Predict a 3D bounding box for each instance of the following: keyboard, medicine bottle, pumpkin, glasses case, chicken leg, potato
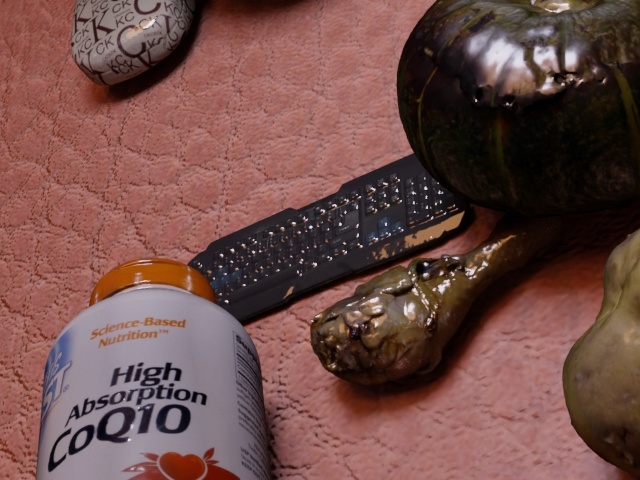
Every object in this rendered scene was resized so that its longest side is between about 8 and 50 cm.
[{"bbox_3d":[0.000,0.000,1.085,0.262,0.016,0.106,-23,39,20],"label":"keyboard"},{"bbox_3d":[-0.114,0.140,0.915,0.157,0.157,0.289,-27,38,15],"label":"medicine bottle"},{"bbox_3d":[0.165,-0.119,0.936,0.237,0.159,0.238,-14,26,7],"label":"pumpkin"},{"bbox_3d":[-0.205,-0.304,1.522,0.137,0.085,0.355,-23,39,19],"label":"glasses case"},{"bbox_3d":[0.086,0.038,0.942,0.198,0.069,0.085,-32,13,-2],"label":"chicken leg"},{"bbox_3d":[0.229,0.066,0.730,0.200,0.137,0.155,12,90,46],"label":"potato"}]
